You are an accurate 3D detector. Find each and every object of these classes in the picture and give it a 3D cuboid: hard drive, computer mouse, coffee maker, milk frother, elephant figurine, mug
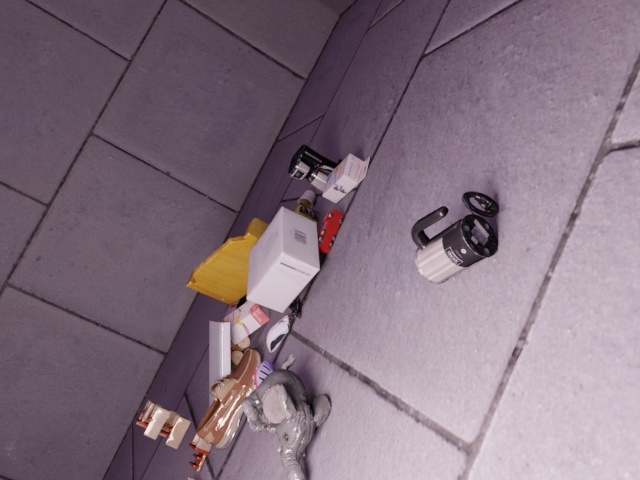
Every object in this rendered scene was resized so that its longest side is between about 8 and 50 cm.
[{"bbox_3d":[-0.346,0.432,1.951,0.203,0.040,0.307,165,105,-67],"label":"hard drive"},{"bbox_3d":[-0.124,0.271,1.780,0.193,0.042,0.106,-56,19,18],"label":"computer mouse"},{"bbox_3d":[-0.019,-0.264,2.078,0.120,0.178,0.171,-52,20,27],"label":"coffee maker"},{"bbox_3d":[0.258,-0.009,1.060,0.143,0.129,0.135,-20,-12,-38],"label":"milk frother"},{"bbox_3d":[-0.059,0.396,1.271,0.169,0.186,0.239,-22,13,-26],"label":"elephant figurine"},{"bbox_3d":[-0.053,-0.161,2.221,0.078,0.062,0.064,-32,26,47],"label":"mug"}]

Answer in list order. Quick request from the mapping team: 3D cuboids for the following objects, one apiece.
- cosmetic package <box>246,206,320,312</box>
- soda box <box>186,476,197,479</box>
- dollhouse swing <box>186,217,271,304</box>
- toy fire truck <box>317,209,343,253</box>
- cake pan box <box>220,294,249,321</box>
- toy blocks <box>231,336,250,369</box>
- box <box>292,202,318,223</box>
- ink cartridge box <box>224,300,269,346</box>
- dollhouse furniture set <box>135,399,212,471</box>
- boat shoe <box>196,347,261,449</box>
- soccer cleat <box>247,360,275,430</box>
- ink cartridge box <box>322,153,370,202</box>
[{"bbox_3d":[-0.119,0.061,1.778,0.224,0.138,0.224,-49,28,32],"label":"cosmetic package"},{"bbox_3d":[-0.393,0.804,1.698,0.061,0.058,0.181,-57,18,15],"label":"soda box"},{"bbox_3d":[-0.307,0.017,2.201,0.347,0.315,0.305,-38,44,25],"label":"dollhouse swing"},{"bbox_3d":[0.000,0.000,1.835,0.135,0.047,0.192,-22,43,64],"label":"toy fire truck"},{"bbox_3d":[-0.320,0.303,2.255,0.267,0.070,0.245,-53,21,23],"label":"cake pan box"},{"bbox_3d":[-0.323,0.425,2.093,0.148,0.054,0.123,-42,25,47],"label":"toy blocks"},{"bbox_3d":[-0.060,-0.037,2.001,0.058,0.087,0.232,-51,19,31],"label":"box"},{"bbox_3d":[-0.283,0.294,2.046,0.198,0.067,0.115,-37,22,6],"label":"ink cartridge box"},{"bbox_3d":[-0.490,0.646,1.878,0.135,0.259,0.262,-65,17,-20],"label":"dollhouse furniture set"},{"bbox_3d":[-0.287,0.484,1.788,0.123,0.116,0.324,-25,40,63],"label":"boat shoe"},{"bbox_3d":[-0.136,0.417,1.560,0.095,0.083,0.248,-24,24,14],"label":"soccer cleat"},{"bbox_3d":[0.085,-0.216,1.900,0.181,0.062,0.104,-40,28,50],"label":"ink cartridge box"}]
